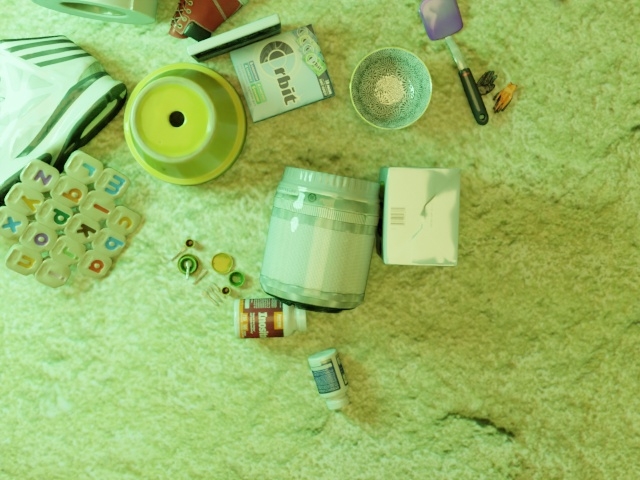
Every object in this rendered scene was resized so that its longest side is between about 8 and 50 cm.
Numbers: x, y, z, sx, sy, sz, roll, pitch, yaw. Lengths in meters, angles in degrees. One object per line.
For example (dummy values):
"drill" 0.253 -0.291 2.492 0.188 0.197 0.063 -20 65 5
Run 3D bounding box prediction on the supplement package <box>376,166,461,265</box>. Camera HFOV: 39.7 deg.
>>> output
"supplement package" 0.197 -0.054 1.820 0.149 0.203 0.194 2 94 -1

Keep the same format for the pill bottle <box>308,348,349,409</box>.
"pill bottle" 0.021 0.299 1.912 0.067 0.067 0.120 -18 95 0

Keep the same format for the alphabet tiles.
"alphabet tiles" -0.520 -0.041 1.821 0.278 0.021 0.284 31 95 -40

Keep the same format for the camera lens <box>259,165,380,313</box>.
"camera lens" 0.000 0.000 1.810 0.219 0.219 0.274 10 95 -2

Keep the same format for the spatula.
"spatula" 0.292 -0.382 1.877 0.084 0.030 0.296 -22 91 1

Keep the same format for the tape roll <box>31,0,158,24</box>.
"tape roll" -0.436 -0.534 1.744 0.246 0.246 0.169 7 94 -2

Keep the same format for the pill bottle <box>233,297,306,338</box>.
"pill bottle" -0.106 0.164 1.888 0.152 0.086 0.086 -3 95 -1

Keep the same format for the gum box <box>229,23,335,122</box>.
"gum box" -0.080 -0.351 1.868 0.184 0.041 0.157 -18 95 -1

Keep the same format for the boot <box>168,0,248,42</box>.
"boot" -0.271 -0.505 1.776 0.176 0.088 0.244 -44 138 4

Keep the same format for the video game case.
"video game case" -0.171 -0.408 1.795 0.190 0.173 0.022 -20 97 0

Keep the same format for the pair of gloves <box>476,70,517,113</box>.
"pair of gloves" 0.371 -0.318 1.898 0.083 0.010 0.074 32 95 -1

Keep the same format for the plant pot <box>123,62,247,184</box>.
"plant pot" -0.276 -0.235 1.775 0.254 0.239 0.254 0 95 -2

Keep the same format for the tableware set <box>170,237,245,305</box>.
"tableware set" -0.241 0.059 1.907 0.104 0.024 0.154 -43 94 2

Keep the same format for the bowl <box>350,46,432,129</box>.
"bowl" 0.144 -0.315 1.858 0.170 0.080 0.170 0 94 -2

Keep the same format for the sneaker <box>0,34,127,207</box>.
"sneaker" -0.639 -0.239 1.825 0.257 0.169 0.447 44 84 4
